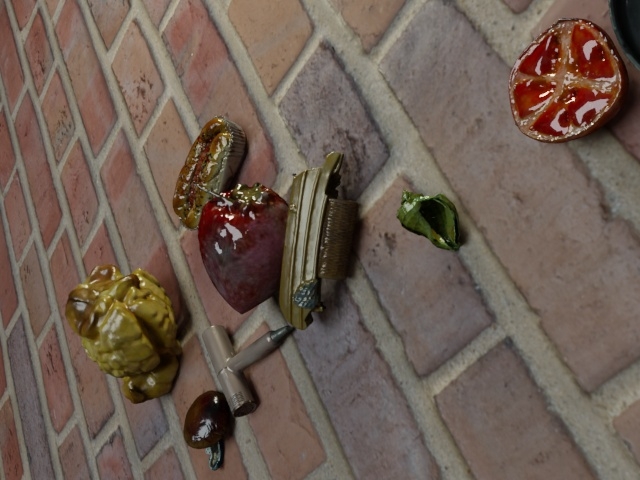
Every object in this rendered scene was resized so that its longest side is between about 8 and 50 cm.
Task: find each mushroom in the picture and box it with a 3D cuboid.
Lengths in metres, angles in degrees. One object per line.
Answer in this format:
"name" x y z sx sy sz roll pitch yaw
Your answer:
"mushroom" -0.238 0.368 1.451 0.123 0.052 0.123 -26 42 26

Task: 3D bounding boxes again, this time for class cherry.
"cherry" -0.137 0.016 1.301 0.192 0.175 0.250 6 99 17

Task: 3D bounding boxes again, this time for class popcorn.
"popcorn" -0.428 0.207 1.593 0.265 0.225 0.332 -13 98 58

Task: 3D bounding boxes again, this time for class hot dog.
"hot dog" -0.245 -0.144 1.515 0.144 0.075 0.268 45 121 38

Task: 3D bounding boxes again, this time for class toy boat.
"toy boat" 0.000 0.000 1.208 0.115 0.089 0.310 7 92 11
"toy boat" -0.222 0.434 1.459 0.038 0.038 0.083 -6 82 48

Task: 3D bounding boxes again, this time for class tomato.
"tomato" 0.318 -0.193 0.894 0.155 0.069 0.156 -7 80 44

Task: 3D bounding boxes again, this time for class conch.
"conch" 0.164 -0.034 1.044 0.121 0.074 0.089 49 162 14

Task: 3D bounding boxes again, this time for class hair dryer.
"hair dryer" -0.143 0.202 1.381 0.220 0.053 0.195 -53 50 30

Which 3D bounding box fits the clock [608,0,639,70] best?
"clock" 0.465 -0.297 0.746 0.312 0.061 0.313 -6 81 48
